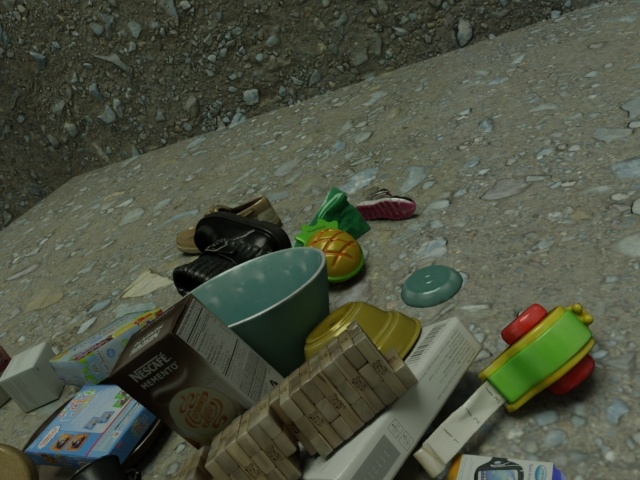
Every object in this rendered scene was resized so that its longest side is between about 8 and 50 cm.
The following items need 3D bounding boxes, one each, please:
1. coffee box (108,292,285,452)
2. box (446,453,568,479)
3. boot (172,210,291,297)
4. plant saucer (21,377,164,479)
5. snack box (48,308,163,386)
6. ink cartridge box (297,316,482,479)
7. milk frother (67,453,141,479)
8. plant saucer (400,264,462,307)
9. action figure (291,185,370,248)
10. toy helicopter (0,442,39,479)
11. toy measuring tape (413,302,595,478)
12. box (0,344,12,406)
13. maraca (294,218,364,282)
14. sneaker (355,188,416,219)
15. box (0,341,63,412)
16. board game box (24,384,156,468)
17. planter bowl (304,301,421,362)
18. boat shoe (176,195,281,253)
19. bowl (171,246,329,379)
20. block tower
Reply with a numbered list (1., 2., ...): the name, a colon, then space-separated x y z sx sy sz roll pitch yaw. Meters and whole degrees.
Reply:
1. coffee box: -0.160 0.215 0.844 0.141 0.246 0.098 -36 20 23
2. box: 0.212 0.291 0.662 0.136 0.028 0.081 -5 32 31
3. boot: -0.268 0.049 1.426 0.348 0.131 0.260 4 38 45
4. plant saucer: -0.404 0.354 1.057 0.311 0.050 0.310 -20 27 10
5. snack box: -0.454 0.231 1.251 0.174 0.070 0.207 -13 15 47
6. ink cartridge box: 0.062 0.247 0.835 0.296 0.066 0.261 -42 5 -33
7. milk frother: -0.281 0.394 0.831 0.135 0.129 0.143 45 24 26
8. plant saucer: 0.204 0.079 1.080 0.119 0.021 0.119 -20 25 10
9. action figure: 0.000 0.000 1.330 0.232 0.137 0.063 -48 9 -25
10. toy helicopter: -0.507 0.463 0.789 0.140 0.235 0.355 112 179 -70
11. toy measuring tape: 0.252 0.170 0.729 0.330 0.121 0.121 -31 25 -29
12. box: -0.838 0.356 1.344 0.149 0.126 0.232 -1 34 39
13. maraca: 0.018 0.019 1.242 0.127 0.099 0.185 -19 47 -17
14. sneaker: 0.165 -0.092 1.394 0.170 0.063 0.075 -3 39 47
15. box: -0.640 0.306 1.295 0.087 0.102 0.101 -25 25 3
16. board game box: -0.388 0.321 1.007 0.212 0.039 0.160 -8 30 30
17. planter bowl: 0.042 0.158 0.892 0.217 0.090 0.217 -39 4 3
18. boat shoe: -0.280 -0.052 1.654 0.341 0.110 0.121 -14 27 21
19. bowl: -0.107 0.152 1.023 0.312 0.163 0.311 -20 17 7
20. block tower: -0.040 0.240 0.740 0.335 0.097 0.091 -38 6 0
